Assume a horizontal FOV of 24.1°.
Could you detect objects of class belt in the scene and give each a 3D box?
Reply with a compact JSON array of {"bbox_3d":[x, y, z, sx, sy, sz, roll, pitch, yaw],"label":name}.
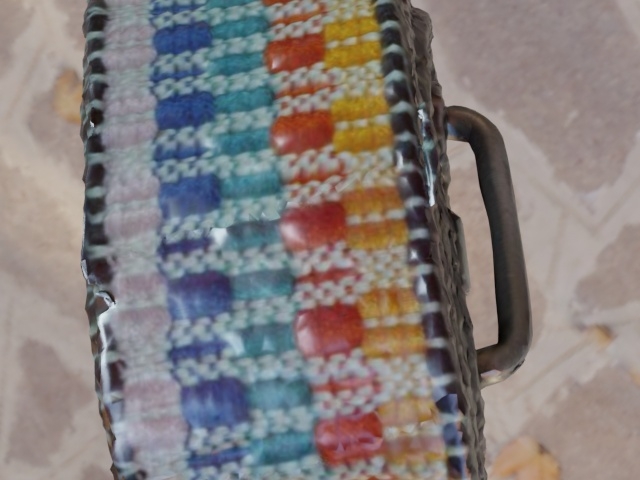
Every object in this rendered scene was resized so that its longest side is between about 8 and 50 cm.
[{"bbox_3d":[0.000,0.000,0.615,0.161,0.295,0.206,-8,146,4],"label":"belt"}]
